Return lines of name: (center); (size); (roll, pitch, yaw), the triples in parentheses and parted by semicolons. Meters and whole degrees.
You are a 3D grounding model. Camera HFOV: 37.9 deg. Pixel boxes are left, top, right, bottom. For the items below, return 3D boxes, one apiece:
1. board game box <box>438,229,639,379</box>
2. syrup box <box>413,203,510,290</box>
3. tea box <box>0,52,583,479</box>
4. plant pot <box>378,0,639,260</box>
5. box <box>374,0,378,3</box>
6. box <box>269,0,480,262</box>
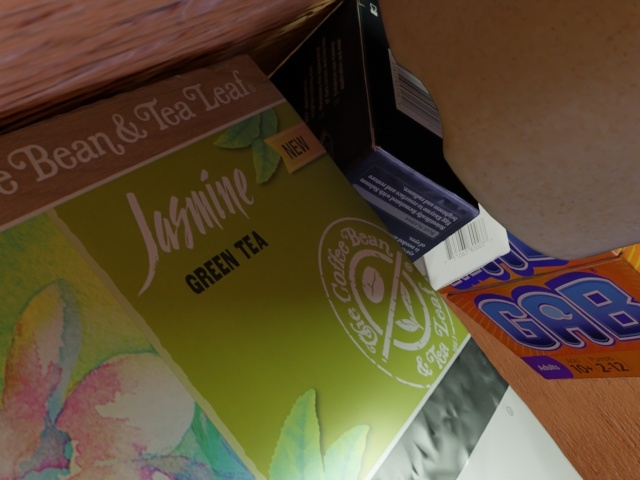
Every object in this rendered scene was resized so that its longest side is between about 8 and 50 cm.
board game box: (0.310, -0.092, 1.054); (0.356, 0.356, 0.356); (-53, -171, -19)
syrup box: (0.043, -0.022, 0.826); (0.093, 0.096, 0.237); (-24, -166, -32)
tea box: (-0.083, 0.125, 0.440); (0.220, 0.323, 0.329); (-39, 180, 34)
plant pot: (0.208, -0.143, 0.437); (0.305, 0.333, 0.334); (-26, -173, 35)
box: (0.113, -0.196, 0.784); (0.201, 0.057, 0.293); (-38, 180, 33)
box: (0.011, -0.050, 0.622); (0.158, 0.093, 0.156); (-39, -143, 34)
